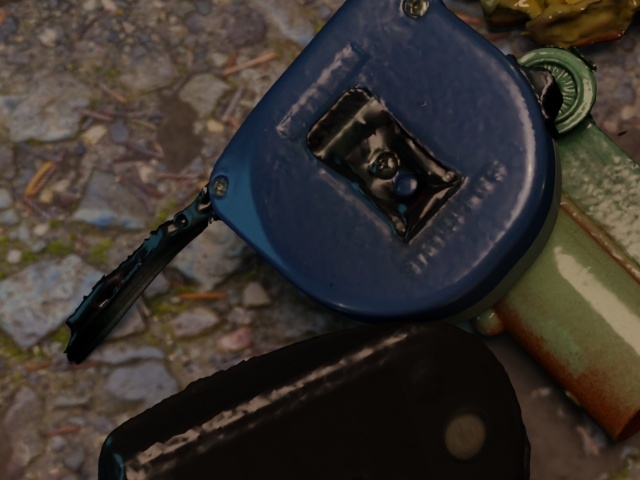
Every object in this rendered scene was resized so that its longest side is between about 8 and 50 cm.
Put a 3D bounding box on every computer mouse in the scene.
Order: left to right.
[{"bbox_3d":[-0.007,0.147,1.146,0.269,0.100,0.170,-21,104,-16],"label":"computer mouse"}]

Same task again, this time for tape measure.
[{"bbox_3d":[0.000,0.000,1.190,0.215,0.098,0.351,42,93,20],"label":"tape measure"}]

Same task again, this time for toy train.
[{"bbox_3d":[0.170,0.001,1.239,0.177,0.116,0.285,-41,71,-6],"label":"toy train"}]

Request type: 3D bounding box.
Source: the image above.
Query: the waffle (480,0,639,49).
[{"bbox_3d":[0.237,-0.241,1.357,0.309,0.065,0.283,24,68,25],"label":"waffle"}]
